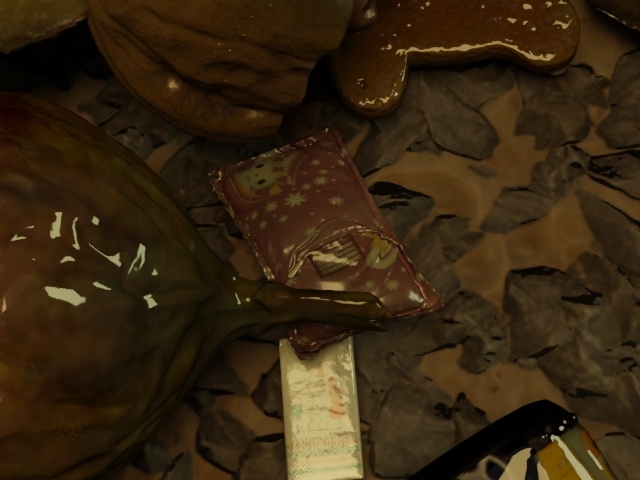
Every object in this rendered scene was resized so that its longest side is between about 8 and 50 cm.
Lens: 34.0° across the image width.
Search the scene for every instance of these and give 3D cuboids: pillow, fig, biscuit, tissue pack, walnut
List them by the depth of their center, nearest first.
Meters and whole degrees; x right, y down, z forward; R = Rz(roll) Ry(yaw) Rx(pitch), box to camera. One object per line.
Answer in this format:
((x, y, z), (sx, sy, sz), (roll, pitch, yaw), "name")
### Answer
((-0.134, 0.056, 0.691), (0.369, 0.286, 0.286), (8, 71, -11), "fig")
((-0.048, -0.191, 0.726), (0.204, 0.141, 0.238), (40, 81, -26), "walnut")
((0.000, 0.122, 0.757), (0.056, 0.023, 0.108), (-4, 71, 3), "tissue pack")
((0.000, 0.000, 0.787), (0.118, 0.043, 0.185), (-23, 60, -8), "pillow")
((0.044, -0.191, 0.847), (0.301, 0.049, 0.197), (-12, 72, 0), "biscuit")

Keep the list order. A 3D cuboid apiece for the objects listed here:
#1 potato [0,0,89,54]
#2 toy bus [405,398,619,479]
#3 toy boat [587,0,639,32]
((-0.310, -0.339, 0.808), (0.442, 0.319, 0.385), (-14, 109, -18), "potato")
((0.036, 0.265, 0.640), (0.386, 0.171, 0.162), (-33, 82, -7), "toy bus")
((0.376, -0.188, 0.778), (0.445, 0.136, 0.162), (29, 71, 14), "toy boat")
